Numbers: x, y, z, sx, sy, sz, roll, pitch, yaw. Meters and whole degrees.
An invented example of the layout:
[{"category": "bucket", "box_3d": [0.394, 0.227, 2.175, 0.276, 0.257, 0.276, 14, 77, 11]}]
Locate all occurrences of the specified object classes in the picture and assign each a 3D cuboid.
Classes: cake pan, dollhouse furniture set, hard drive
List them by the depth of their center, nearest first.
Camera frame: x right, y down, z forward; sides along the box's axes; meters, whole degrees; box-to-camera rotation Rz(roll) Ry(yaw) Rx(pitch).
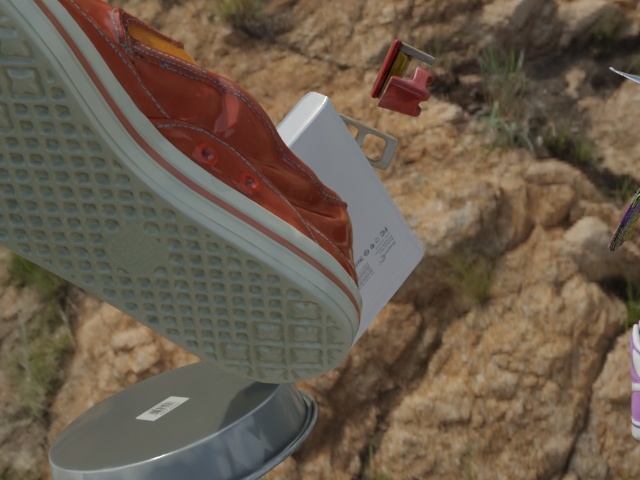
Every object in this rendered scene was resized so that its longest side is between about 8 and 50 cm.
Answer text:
[{"category": "cake pan", "box_3d": [-0.149, 0.195, 1.071, 0.293, 0.054, 0.293, -17, 12, 4]}, {"category": "hard drive", "box_3d": [0.000, 0.000, 1.409, 0.047, 0.353, 0.233, 29, 74, 40]}, {"category": "dollhouse furniture set", "box_3d": [0.044, -0.145, 1.649, 0.152, 0.201, 0.374, 22, 102, -5]}]

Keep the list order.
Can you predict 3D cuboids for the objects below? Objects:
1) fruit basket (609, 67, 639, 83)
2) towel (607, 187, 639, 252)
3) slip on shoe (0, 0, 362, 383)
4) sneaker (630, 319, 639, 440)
[{"category": "fruit basket", "box_3d": [0.486, -0.082, 0.969, 0.327, 0.353, 0.165, 42, 112, 39]}, {"category": "towel", "box_3d": [0.341, -0.028, 1.132, 0.009, 0.083, 0.060, 36, 36, 23]}, {"category": "slip on shoe", "box_3d": [-0.106, -0.057, 0.470, 0.123, 0.331, 0.101, -32, 33, 33]}, {"category": "sneaker", "box_3d": [0.492, 0.180, 1.489, 0.102, 0.282, 0.161, -5, 91, 17]}]
